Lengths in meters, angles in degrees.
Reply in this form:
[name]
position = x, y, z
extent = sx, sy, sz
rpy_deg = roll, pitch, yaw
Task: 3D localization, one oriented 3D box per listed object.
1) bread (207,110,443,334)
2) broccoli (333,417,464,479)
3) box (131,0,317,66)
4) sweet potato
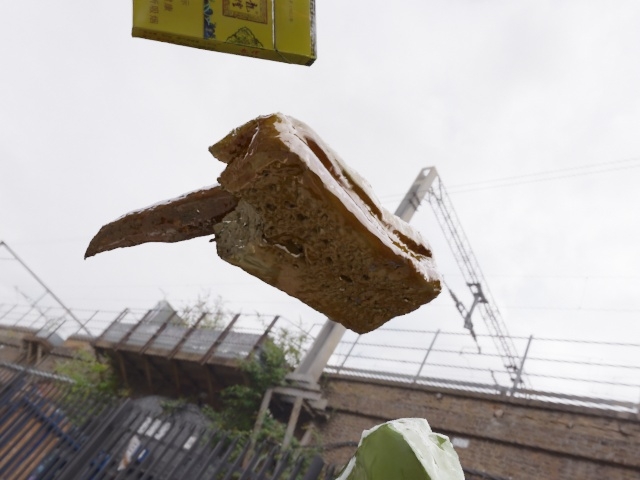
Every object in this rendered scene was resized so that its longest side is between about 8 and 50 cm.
[bread]
position = 0.000, 0.000, 0.653
extent = 0.185, 0.109, 0.380
rpy_deg = -27, -39, 23
[broccoli]
position = 0.017, 0.382, 0.473
extent = 0.274, 0.397, 0.353
rpy_deg = 29, -28, 45
[box]
position = -0.140, -0.359, 0.805
extent = 0.278, 0.153, 0.041
rpy_deg = 1, -10, -23
[sweet potato]
position = -0.139, -0.036, 0.660
extent = 0.072, 0.314, 0.066
rpy_deg = -149, -139, -72
